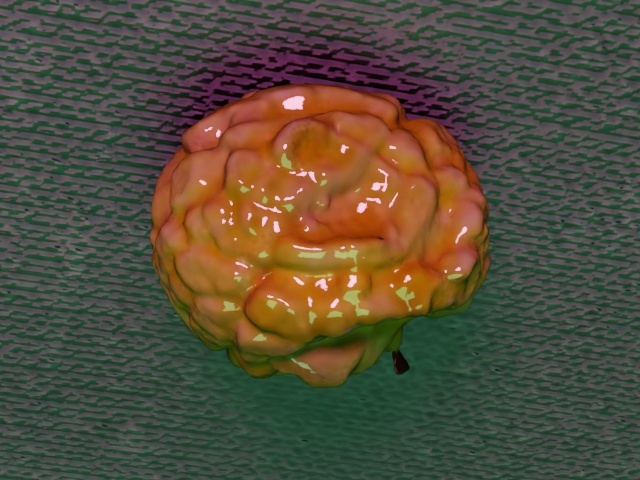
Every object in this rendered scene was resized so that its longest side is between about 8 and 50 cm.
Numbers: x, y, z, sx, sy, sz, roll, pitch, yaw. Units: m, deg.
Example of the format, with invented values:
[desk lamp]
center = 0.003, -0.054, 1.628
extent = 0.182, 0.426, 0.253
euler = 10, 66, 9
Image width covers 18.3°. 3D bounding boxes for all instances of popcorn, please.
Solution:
[popcorn]
center = 0.000, 0.000, 1.007
extent = 0.180, 0.180, 0.170
euler = -9, 108, 6
